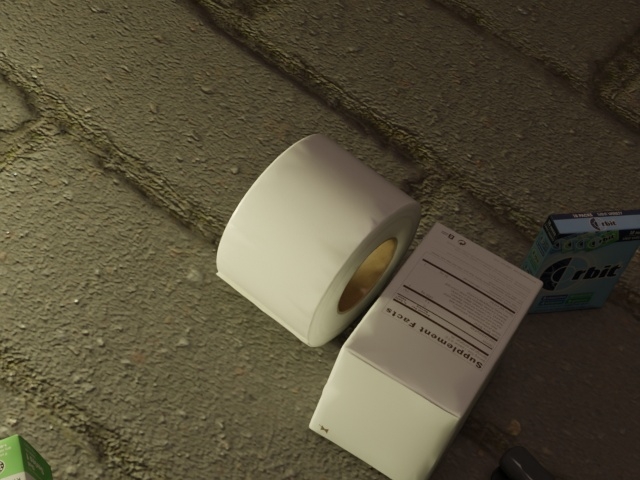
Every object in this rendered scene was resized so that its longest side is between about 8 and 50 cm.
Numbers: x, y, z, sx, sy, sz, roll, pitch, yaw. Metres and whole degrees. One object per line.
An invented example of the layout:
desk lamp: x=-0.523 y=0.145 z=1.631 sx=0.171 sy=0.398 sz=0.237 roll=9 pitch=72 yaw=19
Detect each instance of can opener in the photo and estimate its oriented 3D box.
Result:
can opener: x=0.314 y=0.383 z=1.774 sx=0.093 sy=0.074 sz=0.280 roll=-19 pitch=57 yaw=-32

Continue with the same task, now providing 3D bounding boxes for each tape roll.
tape roll: x=0.000 y=0.000 z=1.909 sx=0.169 sy=0.246 sz=0.246 roll=36 pitch=47 yaw=16

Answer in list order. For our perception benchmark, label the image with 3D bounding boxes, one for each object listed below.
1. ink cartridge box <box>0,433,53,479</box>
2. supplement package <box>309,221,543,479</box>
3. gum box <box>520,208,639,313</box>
ink cartridge box: x=-0.364 y=0.345 z=1.514 sx=0.160 sy=0.093 sz=0.219 roll=-22 pitch=52 yaw=1
supplement package: x=0.142 y=0.152 z=1.861 sx=0.175 sy=0.178 sz=0.293 roll=31 pitch=46 yaw=10
gum box: x=0.375 y=0.032 z=2.054 sx=0.156 sy=0.184 sz=0.041 roll=-3 pitch=49 yaw=-23
